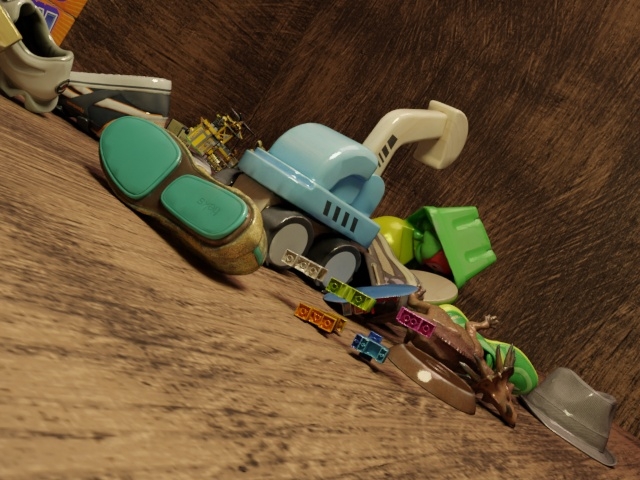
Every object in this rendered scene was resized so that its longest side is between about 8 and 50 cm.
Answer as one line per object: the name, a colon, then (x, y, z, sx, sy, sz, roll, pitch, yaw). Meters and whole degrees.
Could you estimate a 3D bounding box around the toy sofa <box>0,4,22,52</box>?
toy sofa: (-0.559, -0.305, 0.911, 0.150, 0.177, 0.362, 57, -1, -13)

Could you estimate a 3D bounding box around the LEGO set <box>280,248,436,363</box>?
LEGO set: (0.043, 0.103, 0.957, 0.227, 0.087, 0.093, 28, 0, 16)

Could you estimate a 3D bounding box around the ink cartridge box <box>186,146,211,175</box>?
ink cartridge box: (-0.377, -0.218, 1.643, 0.239, 0.060, 0.275, 31, 5, -14)

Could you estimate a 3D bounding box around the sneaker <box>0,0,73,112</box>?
sneaker: (-0.547, -0.380, 1.148, 0.330, 0.146, 0.122, 42, 36, -13)

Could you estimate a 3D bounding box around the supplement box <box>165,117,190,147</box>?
supplement box: (-0.447, -0.323, 2.147, 0.083, 0.083, 0.056, 38, 8, 41)

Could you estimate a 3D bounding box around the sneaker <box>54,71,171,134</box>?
sneaker: (-0.455, -0.270, 1.355, 0.321, 0.127, 0.126, 8, 13, 10)

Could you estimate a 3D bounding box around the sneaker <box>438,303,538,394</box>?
sneaker: (0.327, 0.250, 1.407, 0.295, 0.109, 0.123, 33, 27, -19)

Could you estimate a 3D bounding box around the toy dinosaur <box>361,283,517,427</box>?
toy dinosaur: (0.225, 0.181, 1.191, 0.295, 0.127, 0.200, 27, 12, -6)

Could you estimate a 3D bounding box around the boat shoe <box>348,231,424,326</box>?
boat shoe: (0.075, 0.046, 1.422, 0.130, 0.132, 0.355, 14, 16, -33)

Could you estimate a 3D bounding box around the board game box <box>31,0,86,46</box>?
board game box: (-0.721, -0.597, 1.386, 0.356, 0.356, 0.356, 34, 5, 20)

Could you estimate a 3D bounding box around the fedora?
fedora: (0.568, 0.367, 1.520, 0.243, 0.124, 0.275, 33, 4, 9)

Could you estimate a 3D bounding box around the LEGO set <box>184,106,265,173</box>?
LEGO set: (-0.165, -0.209, 1.724, 0.331, 0.192, 0.255, 50, 0, 5)

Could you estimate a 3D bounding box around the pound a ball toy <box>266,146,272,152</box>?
pound a ball toy: (-0.078, -0.168, 1.885, 0.208, 0.319, 0.136, 45, 7, -23)

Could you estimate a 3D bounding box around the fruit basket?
fruit basket: (0.255, 0.044, 1.974, 0.392, 0.392, 0.283, 15, 55, -77)

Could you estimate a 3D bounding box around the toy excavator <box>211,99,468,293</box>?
toy excavator: (0.065, -0.133, 1.321, 0.433, 0.445, 0.222, 28, 7, -47)

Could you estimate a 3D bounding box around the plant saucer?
plant saucer: (0.178, 0.211, 1.081, 0.168, 0.029, 0.168, 32, 4, -2)

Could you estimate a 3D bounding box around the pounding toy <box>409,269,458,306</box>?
pounding toy: (0.189, 0.148, 1.569, 0.236, 0.110, 0.183, 4, 19, -3)

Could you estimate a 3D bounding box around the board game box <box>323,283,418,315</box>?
board game box: (0.089, 0.107, 1.218, 0.168, 0.033, 0.133, -6, 5, -4)

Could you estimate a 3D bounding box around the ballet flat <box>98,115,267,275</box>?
ballet flat: (-0.193, -0.058, 0.948, 0.348, 0.123, 0.123, 35, 5, 37)
